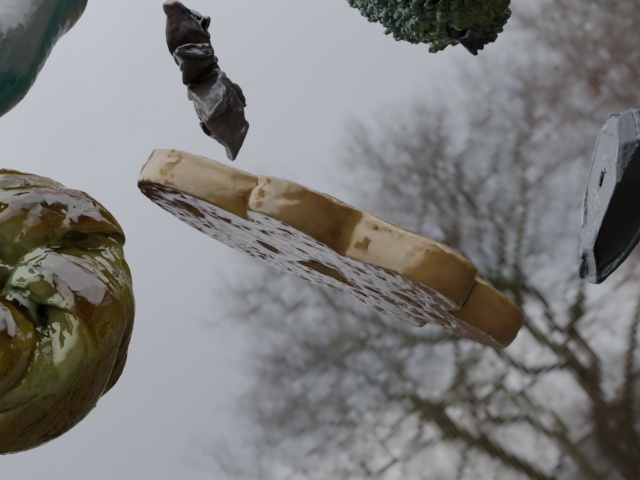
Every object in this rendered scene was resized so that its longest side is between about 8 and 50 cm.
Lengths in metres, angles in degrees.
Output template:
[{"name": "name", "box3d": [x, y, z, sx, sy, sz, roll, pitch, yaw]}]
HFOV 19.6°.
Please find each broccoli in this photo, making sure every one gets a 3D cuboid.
[{"name": "broccoli", "box3d": [0.130, -0.398, 2.401, 0.317, 0.277, 0.338, -38, -35, -46]}]

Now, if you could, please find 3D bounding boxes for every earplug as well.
[{"name": "earplug", "box3d": [-0.409, -0.249, 2.264, 0.185, 0.185, 0.324, -47, 17, 33]}]

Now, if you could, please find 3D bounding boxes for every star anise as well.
[{"name": "star anise", "box3d": [-0.136, -0.195, 2.224, 0.063, 0.208, 0.172, -21, 11, 3]}]

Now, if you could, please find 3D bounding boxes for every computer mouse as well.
[{"name": "computer mouse", "box3d": [0.295, -0.044, 1.797, 0.062, 0.106, 0.192, 6, -57, -6]}]

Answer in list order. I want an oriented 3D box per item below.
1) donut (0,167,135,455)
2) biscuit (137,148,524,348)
[{"name": "donut", "box3d": [-0.359, 0.050, 1.831, 0.360, 0.360, 0.170, -25, -37, -41]}, {"name": "biscuit", "box3d": [0.001, -0.002, 1.568, 0.275, 0.355, 0.052, 38, -104, -53]}]
